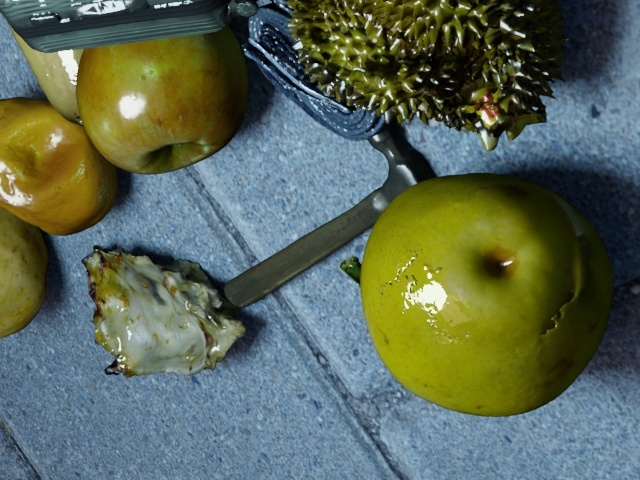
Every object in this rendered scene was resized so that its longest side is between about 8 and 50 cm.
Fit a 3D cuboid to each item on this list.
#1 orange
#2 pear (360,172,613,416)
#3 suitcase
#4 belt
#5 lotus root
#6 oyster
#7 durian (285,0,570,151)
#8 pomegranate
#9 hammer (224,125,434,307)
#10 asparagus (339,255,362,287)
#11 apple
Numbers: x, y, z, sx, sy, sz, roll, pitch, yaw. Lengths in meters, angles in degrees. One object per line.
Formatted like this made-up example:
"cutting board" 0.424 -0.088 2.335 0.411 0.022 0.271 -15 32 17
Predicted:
"orange" -0.417 -0.122 1.740 0.249 0.183 0.249 31 178 1
"pear" 0.177 0.057 1.300 0.284 0.285 0.336 62 174 -8
"suitcase" -0.222 -0.334 1.352 0.312 0.202 0.128 -5 151 15
"belt" 0.008 -0.204 1.352 0.218 0.128 0.122 40 135 15
"lotus root" -0.353 -0.291 1.612 0.146 0.131 0.303 -16 107 22
"oyster" -0.246 0.095 1.794 0.361 0.096 0.221 -9 104 44
"durian" 0.114 -0.234 1.177 0.293 0.258 0.258 27 131 21
"pomegranate" -0.585 0.040 1.934 0.260 0.260 0.260 22 128 30
"hammer" 0.000 0.000 1.555 0.440 0.044 0.168 -31 92 48
"asparagus" 0.094 0.073 1.491 0.165 0.030 0.036 35 136 -19
"apple" -0.203 -0.203 1.482 0.237 0.237 0.207 -34 66 47
